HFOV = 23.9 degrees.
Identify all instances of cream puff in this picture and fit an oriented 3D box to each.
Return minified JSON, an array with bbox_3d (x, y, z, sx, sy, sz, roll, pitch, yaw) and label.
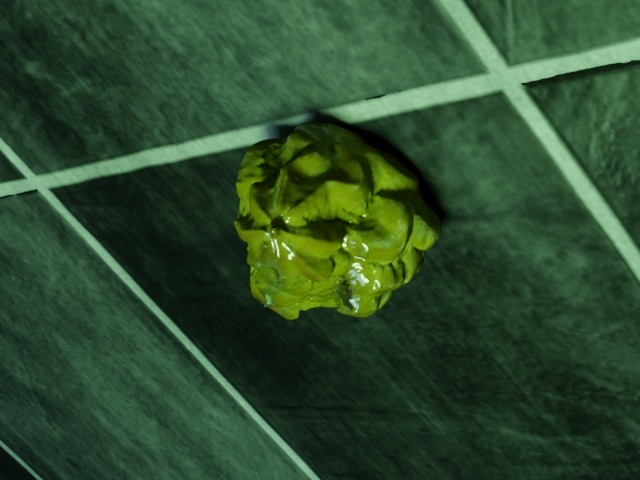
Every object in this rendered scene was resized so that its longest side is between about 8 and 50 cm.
[{"bbox_3d":[0.000,0.000,0.982,0.146,0.116,0.146,21,144,16],"label":"cream puff"}]
